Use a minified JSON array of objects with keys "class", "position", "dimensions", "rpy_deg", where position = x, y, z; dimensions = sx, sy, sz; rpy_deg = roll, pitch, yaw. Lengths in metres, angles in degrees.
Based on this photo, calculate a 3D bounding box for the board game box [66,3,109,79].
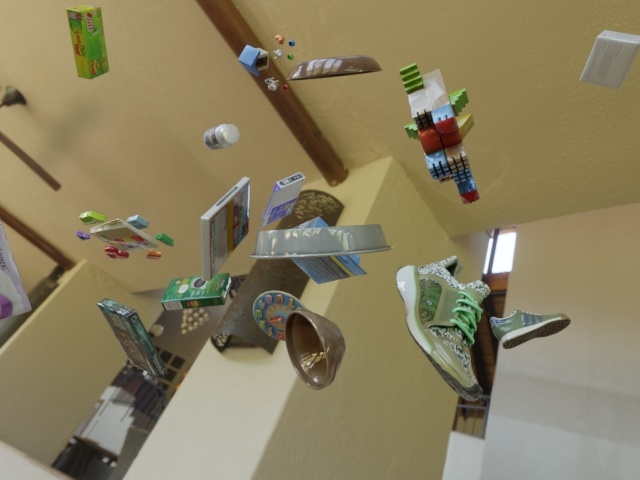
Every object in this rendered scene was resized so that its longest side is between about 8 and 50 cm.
[{"class":"board game box","position":[-0.664,-0.568,1.250],"dimensions":[0.043,0.092,0.181],"rpy_deg":[15,-53,6]}]

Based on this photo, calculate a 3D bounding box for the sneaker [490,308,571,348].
[{"class":"sneaker","position":[0.513,0.199,1.082],"dimensions":[0.192,0.086,0.064],"rpy_deg":[-15,-48,-11]}]

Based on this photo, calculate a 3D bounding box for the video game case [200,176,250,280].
[{"class":"video game case","position":[-0.272,-0.041,1.278],"dimensions":[0.025,0.285,0.204],"rpy_deg":[13,-58,9]}]

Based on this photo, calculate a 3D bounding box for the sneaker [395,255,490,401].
[{"class":"sneaker","position":[0.289,0.153,0.954],"dimensions":[0.182,0.410,0.158],"rpy_deg":[-33,-62,16]}]

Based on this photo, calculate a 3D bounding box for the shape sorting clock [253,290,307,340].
[{"class":"shape sorting clock","position":[-0.130,0.256,1.449],"dimensions":[0.206,0.040,0.206],"rpy_deg":[9,-56,14]}]

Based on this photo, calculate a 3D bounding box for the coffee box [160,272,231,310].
[{"class":"coffee box","position":[-0.363,0.151,1.286],"dimensions":[0.184,0.113,0.040],"rpy_deg":[-7,-57,5]}]

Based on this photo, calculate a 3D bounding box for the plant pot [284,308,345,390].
[{"class":"plant pot","position":[-0.003,0.308,1.289],"dimensions":[0.237,0.110,0.237],"rpy_deg":[27,-57,50]}]

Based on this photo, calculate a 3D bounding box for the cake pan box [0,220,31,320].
[{"class":"cake pan box","position":[-0.841,0.080,0.996],"dimensions":[0.070,0.246,0.266],"rpy_deg":[-1,-76,47]}]

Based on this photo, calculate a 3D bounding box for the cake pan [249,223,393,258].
[{"class":"cake pan","position":[0.000,0.000,0.897],"dimensions":[0.293,0.293,0.054],"rpy_deg":[-2,-89,34]}]

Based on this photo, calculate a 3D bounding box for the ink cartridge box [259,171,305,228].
[{"class":"ink cartridge box","position":[-0.166,-0.161,1.763],"dimensions":[0.045,0.208,0.206],"rpy_deg":[40,-49,15]}]

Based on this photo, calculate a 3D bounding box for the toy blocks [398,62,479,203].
[{"class":"toy blocks","position":[0.339,-0.264,1.196],"dimensions":[0.191,0.260,0.381],"rpy_deg":[-17,-38,21]}]

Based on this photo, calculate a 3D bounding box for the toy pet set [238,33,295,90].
[{"class":"toy pet set","position":[-0.129,-0.418,1.020],"dimensions":[0.114,0.065,0.122],"rpy_deg":[33,-44,21]}]

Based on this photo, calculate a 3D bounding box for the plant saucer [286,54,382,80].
[{"class":"plant saucer","position":[0.023,-0.301,0.760],"dimensions":[0.169,0.168,0.029],"rpy_deg":[4,-69,28]}]

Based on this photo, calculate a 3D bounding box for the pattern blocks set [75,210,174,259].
[{"class":"pattern blocks set","position":[-0.619,-0.011,1.370],"dimensions":[0.325,0.026,0.285],"rpy_deg":[-2,-30,21]}]

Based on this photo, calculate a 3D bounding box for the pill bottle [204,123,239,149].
[{"class":"pill bottle","position":[-0.344,-0.362,1.520],"dimensions":[0.137,0.078,0.078],"rpy_deg":[3,-41,50]}]

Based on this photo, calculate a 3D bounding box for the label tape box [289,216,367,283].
[{"class":"label tape box","position":[0.022,0.036,1.651],"dimensions":[0.240,0.106,0.334],"rpy_deg":[45,-31,-17]}]

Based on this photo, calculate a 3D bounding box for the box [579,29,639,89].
[{"class":"box","position":[0.667,-0.416,0.997],"dimensions":[0.087,0.102,0.101],"rpy_deg":[27,-47,27]}]

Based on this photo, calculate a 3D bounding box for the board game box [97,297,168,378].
[{"class":"board game box","position":[-0.419,0.221,0.976],"dimensions":[0.126,0.026,0.186],"rpy_deg":[10,-54,35]}]
